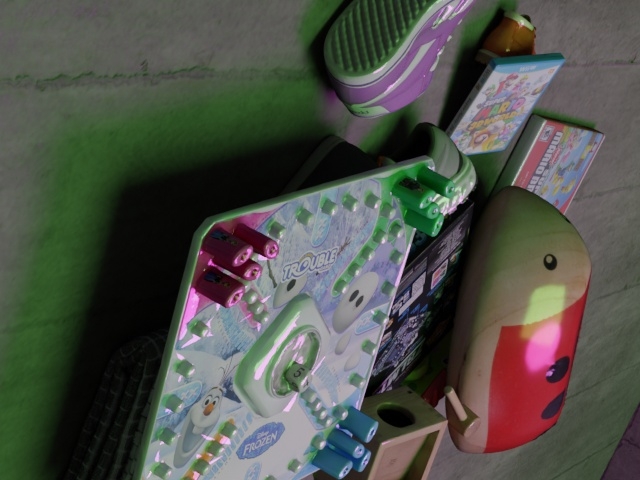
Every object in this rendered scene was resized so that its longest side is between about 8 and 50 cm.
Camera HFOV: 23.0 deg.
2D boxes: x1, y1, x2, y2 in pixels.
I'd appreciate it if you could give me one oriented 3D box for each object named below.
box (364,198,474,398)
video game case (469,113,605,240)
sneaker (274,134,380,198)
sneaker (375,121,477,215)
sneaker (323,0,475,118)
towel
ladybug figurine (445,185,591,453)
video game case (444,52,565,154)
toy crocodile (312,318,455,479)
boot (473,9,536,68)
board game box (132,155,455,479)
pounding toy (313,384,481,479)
[{"bbox_3d":[0.074,0.108,2.028,0.295,0.073,0.293,-43,156,-27],"label":"box"},{"bbox_3d":[0.328,-0.083,2.354,0.285,0.025,0.204,1,117,-63],"label":"video game case"},{"bbox_3d":[0.000,0.000,1.715,0.222,0.118,0.083,-56,156,-5],"label":"sneaker"},{"bbox_3d":[0.063,-0.030,1.855,0.271,0.100,0.108,-47,128,-15],"label":"sneaker"},{"bbox_3d":[0.115,-0.248,1.684,0.282,0.102,0.161,-43,157,-7],"label":"sneaker"},{"bbox_3d":[-0.157,0.221,1.683,0.235,0.121,0.284,-8,124,-62],"label":"towel"},{"bbox_3d":[0.277,0.128,2.190,0.449,0.162,0.305,91,16,-45],"label":"ladybug figurine"},{"bbox_3d":[0.223,-0.168,1.973,0.119,0.015,0.166,-9,145,-36],"label":"video game case"},{"bbox_3d":[0.101,0.236,2.198,0.340,0.105,0.115,-43,152,-32],"label":"toy crocodile"},{"bbox_3d":[0.254,-0.239,1.995,0.085,0.059,0.158,-65,154,3],"label":"boot"},{"bbox_3d":[-0.026,0.125,1.606,0.390,0.050,0.390,-18,131,-52],"label":"board game box"},{"bbox_3d":[0.109,0.239,2.038,0.206,0.094,0.181,-12,129,-43],"label":"pounding toy"}]
